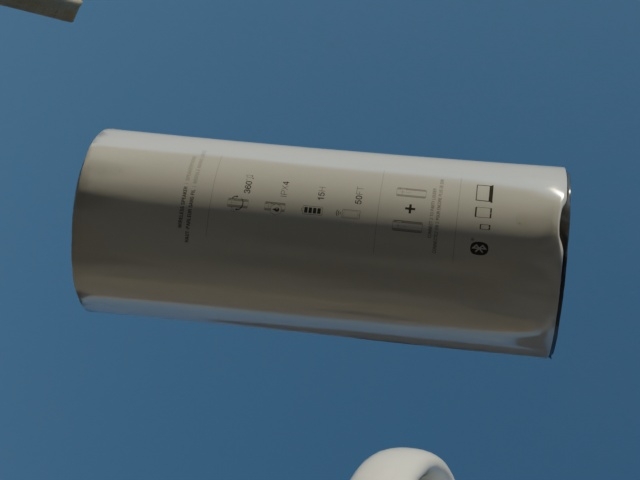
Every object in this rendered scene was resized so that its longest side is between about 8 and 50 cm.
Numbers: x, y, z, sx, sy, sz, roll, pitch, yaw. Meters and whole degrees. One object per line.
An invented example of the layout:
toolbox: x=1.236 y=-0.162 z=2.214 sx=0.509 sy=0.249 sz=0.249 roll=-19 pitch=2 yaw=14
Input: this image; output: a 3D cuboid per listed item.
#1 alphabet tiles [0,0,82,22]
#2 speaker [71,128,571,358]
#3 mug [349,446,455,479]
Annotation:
alphabet tiles: x=-0.177 y=-0.104 z=0.293 sx=0.198 sy=0.237 sz=0.009 roll=46 pitch=-64 yaw=39
speaker: x=0.000 y=0.000 z=0.372 sx=0.136 sy=0.055 sz=0.055 roll=5 pitch=-88 yaw=6
mug: x=0.062 y=0.332 z=0.904 sx=0.276 sy=0.328 sz=0.374 roll=-4 pitch=-94 yaw=23
